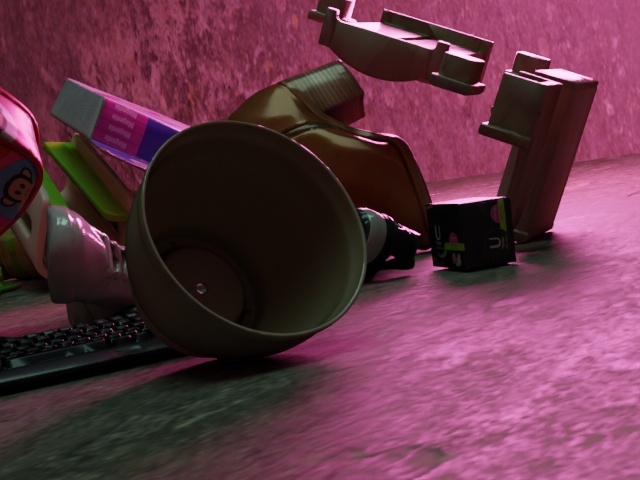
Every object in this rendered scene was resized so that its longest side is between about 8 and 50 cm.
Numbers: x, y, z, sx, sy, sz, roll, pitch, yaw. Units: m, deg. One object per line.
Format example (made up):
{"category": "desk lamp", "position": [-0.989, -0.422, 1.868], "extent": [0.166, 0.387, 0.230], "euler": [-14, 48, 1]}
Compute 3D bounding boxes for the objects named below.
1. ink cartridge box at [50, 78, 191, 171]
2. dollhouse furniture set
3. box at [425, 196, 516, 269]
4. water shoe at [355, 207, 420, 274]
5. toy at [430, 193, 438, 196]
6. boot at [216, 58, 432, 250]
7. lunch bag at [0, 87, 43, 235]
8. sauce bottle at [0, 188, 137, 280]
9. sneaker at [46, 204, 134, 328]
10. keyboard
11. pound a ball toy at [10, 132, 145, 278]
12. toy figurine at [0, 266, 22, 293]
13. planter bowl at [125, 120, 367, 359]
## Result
{"category": "ink cartridge box", "position": [-0.167, -0.109, 2.008], "extent": [0.324, 0.071, 0.330], "euler": [23, 2, -24]}
{"category": "dollhouse furniture set", "position": [0.089, -0.138, 1.626], "extent": [0.356, 0.173, 0.303], "euler": [20, 14, 19]}
{"category": "box", "position": [0.138, -0.007, 1.404], "extent": [0.052, 0.062, 0.083], "euler": [-8, 3, -17]}
{"category": "water shoe", "position": [0.021, 0.013, 1.488], "extent": [0.080, 0.073, 0.203], "euler": [19, -10, -26]}
{"category": "toy", "position": [0.006, -0.048, 1.790], "extent": [0.237, 0.056, 0.137], "euler": [-10, 4, -12]}
{"category": "boot", "position": [-0.013, -0.058, 1.679], "extent": [0.220, 0.283, 0.109], "euler": [-29, -24, -9]}
{"category": "lunch bag", "position": [-0.427, -0.054, 1.399], "extent": [0.293, 0.258, 0.120], "euler": [-43, 35, 19]}
{"category": "sauce bottle", "position": [-0.311, -0.016, 2.169], "extent": [0.344, 0.111, 0.111], "euler": [-9, 4, 16]}
{"category": "sneaker", "position": [-0.173, 0.022, 1.266], "extent": [0.094, 0.080, 0.212], "euler": [-2, -16, 1]}
{"category": "keyboard", "position": [-0.178, 0.076, 1.164], "extent": [0.317, 0.033, 0.201], "euler": [-10, 4, -27]}
{"category": "pound a ball toy", "position": [-0.301, -0.032, 2.009], "extent": [0.208, 0.135, 0.319], "euler": [1, 23, -27]}
{"category": "toy figurine", "position": [-0.470, -0.004, 2.014], "extent": [0.130, 0.159, 0.173], "euler": [-10, 5, -11]}
{"category": "planter bowl", "position": [-0.064, 0.015, 1.037], "extent": [0.162, 0.162, 0.109], "euler": [-12, -22, -35]}
